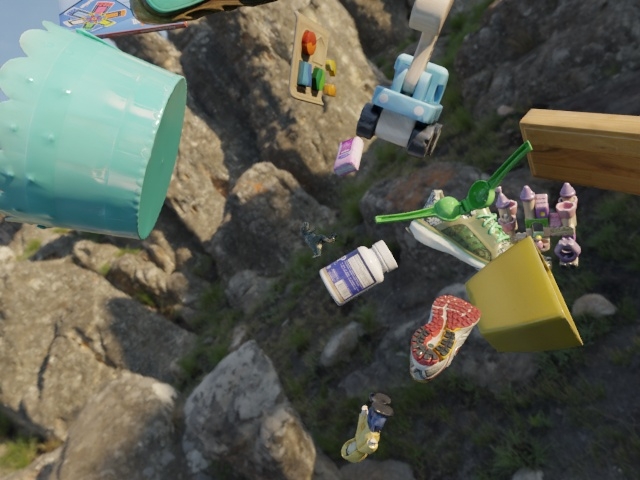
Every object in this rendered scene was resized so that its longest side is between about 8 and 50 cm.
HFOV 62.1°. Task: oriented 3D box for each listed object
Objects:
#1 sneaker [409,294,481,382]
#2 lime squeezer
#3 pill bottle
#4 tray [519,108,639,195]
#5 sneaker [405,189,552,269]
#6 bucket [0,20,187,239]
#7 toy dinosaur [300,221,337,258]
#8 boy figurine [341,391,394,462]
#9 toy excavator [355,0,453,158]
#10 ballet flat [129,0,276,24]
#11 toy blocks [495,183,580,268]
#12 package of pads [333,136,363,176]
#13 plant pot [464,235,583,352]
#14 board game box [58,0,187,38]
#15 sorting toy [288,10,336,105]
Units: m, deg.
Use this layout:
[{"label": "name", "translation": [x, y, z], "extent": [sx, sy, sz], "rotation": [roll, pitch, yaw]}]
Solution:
[{"label": "sneaker", "translation": [0.227, 0.180, 1.003], "extent": [0.225, 0.088, 0.092], "rotation": [-32, -39, -43]}, {"label": "lime squeezer", "translation": [0.262, -0.077, 1.012], "extent": [0.310, 0.058, 0.110], "rotation": [-26, -20, 22]}, {"label": "pill bottle", "translation": [0.102, 0.081, 1.402], "extent": [0.187, 0.112, 0.112], "rotation": [-30, 13, 2]}, {"label": "tray", "translation": [0.744, -0.230, 1.401], "extent": [0.076, 0.202, 0.411], "rotation": [-45, 38, -19]}, {"label": "sneaker", "translation": [0.441, -0.027, 1.467], "extent": [0.158, 0.410, 0.182], "rotation": [-11, -59, -59]}, {"label": "bucket", "translation": [-0.306, -0.137, 0.740], "extent": [0.281, 0.183, 0.281], "rotation": [-165, 90, -80]}, {"label": "toy dinosaur", "translation": [0.000, 0.000, 1.970], "extent": [0.118, 0.064, 0.268], "rotation": [-16, 27, -6]}, {"label": "boy figurine", "translation": [0.160, 0.663, 1.862], "extent": [0.177, 0.092, 0.285], "rotation": [-99, 31, -60]}, {"label": "toy excavator", "translation": [0.273, -0.476, 1.520], "extent": [0.433, 0.222, 0.445], "rotation": [-36, -34, -67]}, {"label": "ballet flat", "translation": [-0.186, -0.449, 0.943], "extent": [0.342, 0.116, 0.124], "rotation": [-34, 21, -29]}, {"label": "toy blocks", "translation": [0.794, -0.087, 1.959], "extent": [0.289, 0.260, 0.309], "rotation": [-3, 35, 28]}, {"label": "package of pads", "translation": [0.059, -0.175, 1.108], "extent": [0.050, 0.032, 0.083], "rotation": [-14, 45, 33]}, {"label": "plant pot", "translation": [0.468, 0.152, 1.261], "extent": [0.187, 0.212, 0.212], "rotation": [-25, 51, 23]}, {"label": "board game box", "translation": [-0.446, -0.533, 1.191], "extent": [0.281, 0.145, 0.027], "rotation": [-6, -3, 3]}, {"label": "sorting toy", "translation": [-0.005, -0.512, 1.545], "extent": [0.041, 0.229, 0.307], "rotation": [7, 10, 22]}]
